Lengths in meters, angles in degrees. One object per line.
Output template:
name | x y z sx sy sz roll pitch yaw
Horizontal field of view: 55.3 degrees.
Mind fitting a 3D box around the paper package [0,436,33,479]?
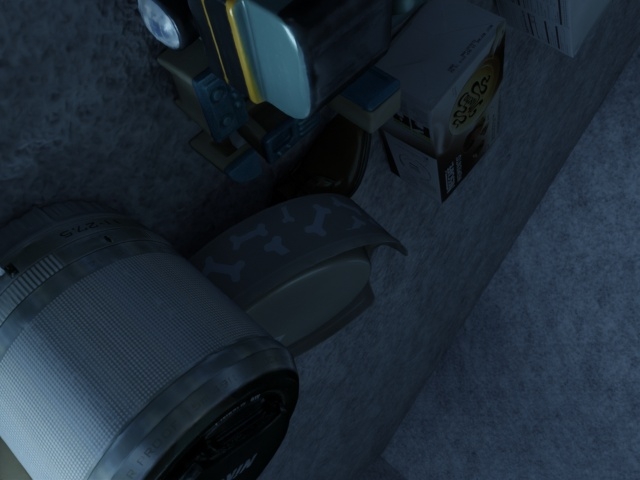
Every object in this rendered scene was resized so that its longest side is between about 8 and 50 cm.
paper package | -0.233 0.340 0.698 0.168 0.325 0.309 -50 156 -5

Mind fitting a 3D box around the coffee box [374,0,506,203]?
coffee box | 0.183 -0.203 0.936 0.168 0.119 0.297 -50 156 -8

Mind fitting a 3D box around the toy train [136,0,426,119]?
toy train | 0.019 -0.242 0.494 0.334 0.190 0.142 -43 155 -20

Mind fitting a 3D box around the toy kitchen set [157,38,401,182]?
toy kitchen set | -0.028 -0.158 0.614 0.207 0.122 0.166 -44 155 -19

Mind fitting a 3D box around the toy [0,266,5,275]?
toy | -0.347 0.046 0.392 0.237 0.056 0.137 -29 166 -18

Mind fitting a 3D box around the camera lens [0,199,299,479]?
camera lens | -0.174 0.118 0.552 0.219 0.274 0.219 -41 154 -25

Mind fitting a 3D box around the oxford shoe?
oxford shoe | -0.008 -0.077 0.818 0.096 0.083 0.227 -3 127 -58

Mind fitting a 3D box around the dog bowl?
dog bowl | -0.056 0.072 0.814 0.349 0.102 0.348 -28 158 -12

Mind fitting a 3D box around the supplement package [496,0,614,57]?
supplement package | 0.400 -0.459 0.932 0.261 0.145 0.204 -54 156 7
